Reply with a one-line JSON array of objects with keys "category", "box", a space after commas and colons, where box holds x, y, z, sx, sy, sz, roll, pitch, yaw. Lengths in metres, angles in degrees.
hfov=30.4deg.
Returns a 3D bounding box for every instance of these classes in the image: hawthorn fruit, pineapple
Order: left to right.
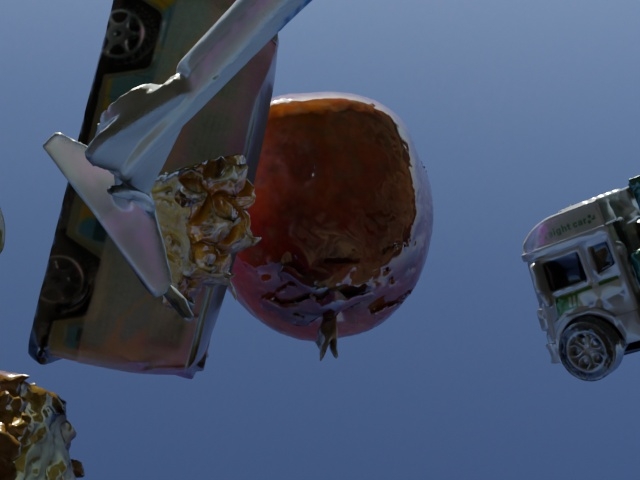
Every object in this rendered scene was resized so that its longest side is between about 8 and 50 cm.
[{"category": "pineapple", "box": [-0.110, -0.013, 0.914, 0.116, 0.137, 0.069, 32, -151, 26]}, {"category": "hawthorn fruit", "box": [0.000, 0.000, 1.284, 0.276, 0.276, 0.307, 2, -132, -18]}]

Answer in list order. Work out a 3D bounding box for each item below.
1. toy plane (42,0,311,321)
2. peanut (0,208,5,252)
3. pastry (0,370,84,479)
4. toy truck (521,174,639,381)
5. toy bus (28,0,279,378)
[{"category": "toy plane", "box": [0.019, -0.110, 0.314, 0.273, 0.107, 0.182, -26, -101, 11]}, {"category": "peanut", "box": [-0.236, -0.019, 0.513, 0.194, 0.093, 0.083, 14, -107, -9]}, {"category": "pastry", "box": [-0.304, 0.297, 0.902, 0.337, 0.292, 0.405, -24, -90, 10]}, {"category": "toy truck", "box": [0.223, -0.004, 0.674, 0.110, 0.216, 0.116, -16, -95, -52]}, {"category": "toy bus", "box": [-0.144, -0.063, 1.103, 0.162, 0.171, 0.386, 13, -91, -5]}]
